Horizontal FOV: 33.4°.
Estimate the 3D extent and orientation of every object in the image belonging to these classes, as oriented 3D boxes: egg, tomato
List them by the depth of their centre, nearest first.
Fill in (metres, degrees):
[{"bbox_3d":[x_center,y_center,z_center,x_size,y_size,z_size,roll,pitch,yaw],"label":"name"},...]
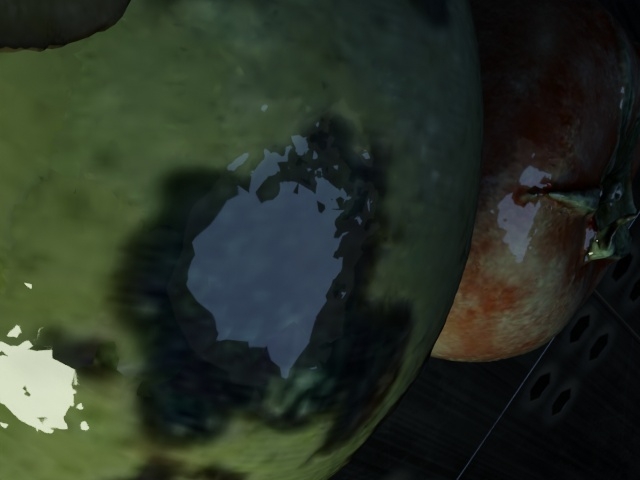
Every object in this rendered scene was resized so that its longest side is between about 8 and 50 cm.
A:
[{"bbox_3d":[-0.081,-0.042,0.587,0.345,0.345,0.428,10,107,-51],"label":"egg"},{"bbox_3d":[0.120,-0.060,0.842,0.316,0.282,0.317,-39,137,-49],"label":"tomato"}]

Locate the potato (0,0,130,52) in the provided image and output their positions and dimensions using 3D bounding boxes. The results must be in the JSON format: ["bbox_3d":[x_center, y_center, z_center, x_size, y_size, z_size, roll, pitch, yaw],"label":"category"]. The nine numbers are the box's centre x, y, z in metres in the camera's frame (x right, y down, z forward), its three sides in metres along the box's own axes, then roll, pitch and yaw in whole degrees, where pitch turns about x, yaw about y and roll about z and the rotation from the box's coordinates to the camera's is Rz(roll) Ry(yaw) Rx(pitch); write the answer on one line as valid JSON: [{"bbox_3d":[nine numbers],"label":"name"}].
[{"bbox_3d":[-0.244,-0.242,0.268,0.442,0.319,0.385,34,55,-75],"label":"potato"}]
